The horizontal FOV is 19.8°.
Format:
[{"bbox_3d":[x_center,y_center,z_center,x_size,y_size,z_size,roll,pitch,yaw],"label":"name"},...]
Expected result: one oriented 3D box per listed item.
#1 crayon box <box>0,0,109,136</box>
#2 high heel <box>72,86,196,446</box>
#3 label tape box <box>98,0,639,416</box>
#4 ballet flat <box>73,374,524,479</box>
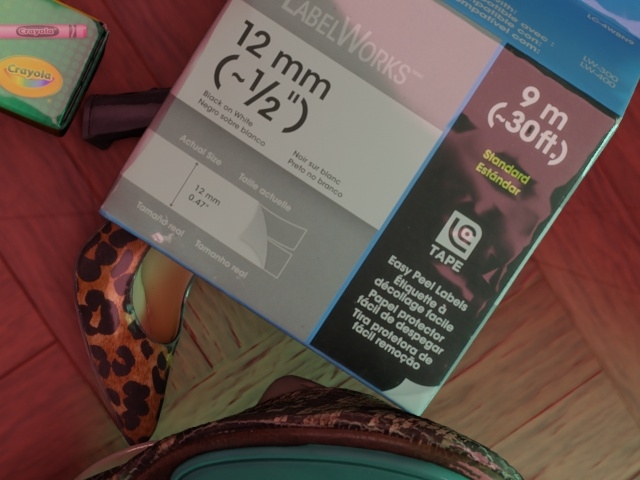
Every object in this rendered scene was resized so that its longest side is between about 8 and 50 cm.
[{"bbox_3d":[-0.287,-0.162,1.253,0.278,0.165,0.081,24,88,-8],"label":"crayon box"},{"bbox_3d":[-0.076,0.012,1.294,0.186,0.093,0.261,-4,85,20],"label":"high heel"},{"bbox_3d":[0.055,-0.100,1.183,0.249,0.115,0.348,33,102,1],"label":"label tape box"},{"bbox_3d":[-0.078,0.181,1.223,0.482,0.182,0.164,-20,113,23],"label":"ballet flat"}]
